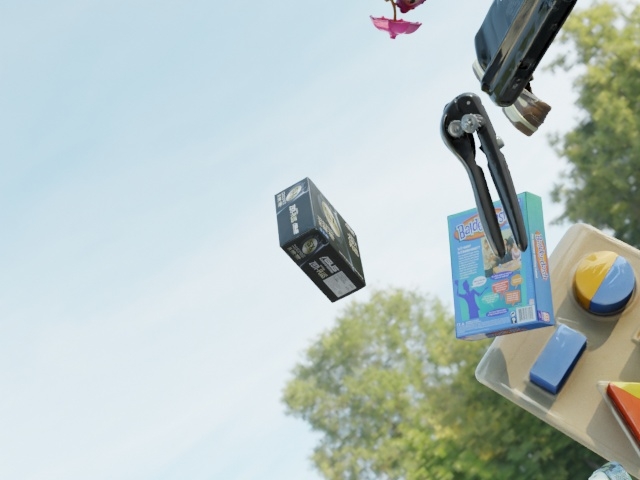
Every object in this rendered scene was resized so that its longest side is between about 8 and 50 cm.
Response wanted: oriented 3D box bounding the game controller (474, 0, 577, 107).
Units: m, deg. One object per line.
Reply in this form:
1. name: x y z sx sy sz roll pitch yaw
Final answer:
1. game controller: 0.317 -0.352 1.417 0.067 0.166 0.319 5 -29 -10

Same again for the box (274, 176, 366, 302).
1. box: 0.000 0.000 1.660 0.078 0.147 0.180 -28 -52 16

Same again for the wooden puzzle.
1. wooden puzzle: 0.461 0.160 1.412 0.322 0.348 0.080 -55 -29 -11

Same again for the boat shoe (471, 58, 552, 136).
1. boat shoe: 0.422 -0.334 1.971 0.095 0.257 0.095 19 -57 -41

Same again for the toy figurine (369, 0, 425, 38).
1. toy figurine: 0.119 -0.396 1.405 0.173 0.130 0.159 -40 -47 -13

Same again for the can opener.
1. can opener: 0.179 -0.072 0.977 0.059 0.186 0.073 -26 -12 22

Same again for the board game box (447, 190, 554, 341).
1. board game box: 0.283 0.044 1.446 0.047 0.210 0.160 14 -22 -42

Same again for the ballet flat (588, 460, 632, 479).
1. ballet flat: 0.326 0.298 1.024 0.070 0.070 0.188 -45 7 7
